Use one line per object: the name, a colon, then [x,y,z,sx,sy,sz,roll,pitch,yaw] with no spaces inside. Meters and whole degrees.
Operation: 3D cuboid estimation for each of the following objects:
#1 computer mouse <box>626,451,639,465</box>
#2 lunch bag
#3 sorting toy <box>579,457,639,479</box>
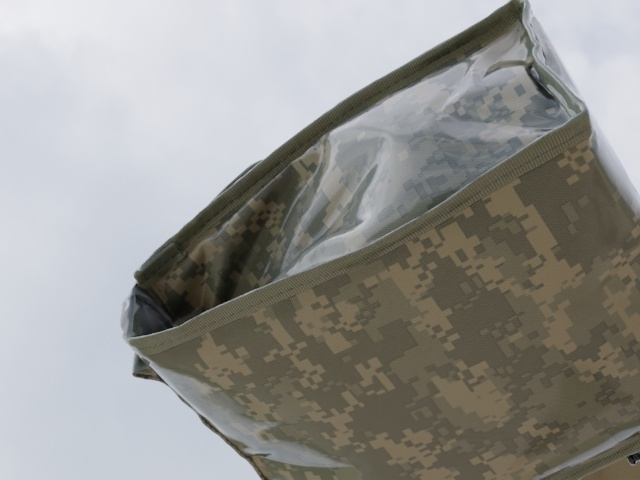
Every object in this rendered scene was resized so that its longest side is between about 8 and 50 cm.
computer mouse: [0.185,0.214,0.998,0.184,0.262,0.060,39,-33,2]
lunch bag: [0.057,0.045,0.685,0.287,0.169,0.235,-30,-57,14]
sorting toy: [0.453,0.316,1.682,0.196,0.047,0.348,23,-67,17]
